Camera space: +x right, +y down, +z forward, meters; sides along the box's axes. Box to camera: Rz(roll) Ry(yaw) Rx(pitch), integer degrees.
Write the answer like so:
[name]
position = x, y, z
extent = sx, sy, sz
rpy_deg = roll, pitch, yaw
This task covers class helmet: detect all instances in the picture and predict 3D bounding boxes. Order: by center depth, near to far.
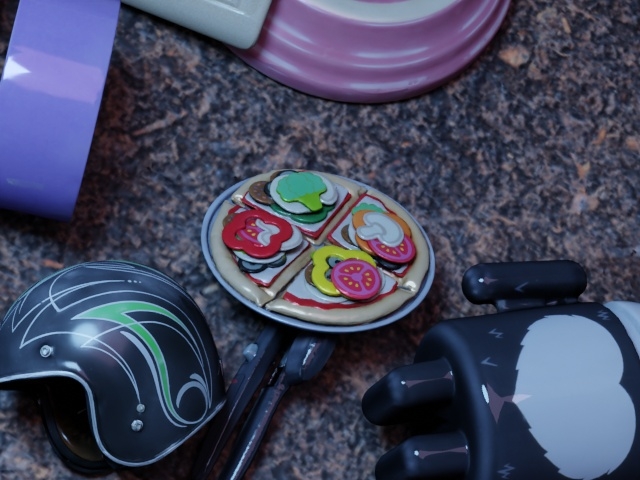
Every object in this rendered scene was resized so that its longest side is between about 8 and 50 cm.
[helmet]
position = -0.169, 0.094, 1.436
extent = 0.169, 0.169, 0.161
rpy_deg = -36, 96, -25

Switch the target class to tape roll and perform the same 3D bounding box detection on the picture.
[tape roll]
position = -0.222, -0.114, 1.494
extent = 0.080, 0.189, 0.189
rpy_deg = 13, 65, -9

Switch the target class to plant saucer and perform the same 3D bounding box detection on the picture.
[plant saucer]
position = 0.030, -0.291, 1.695
extent = 0.332, 0.084, 0.332
rpy_deg = 6, 66, -13

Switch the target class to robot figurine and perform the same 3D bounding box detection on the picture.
[robot figurine]
position = 0.180, 0.139, 1.501
extent = 0.278, 0.173, 0.209
rpy_deg = -6, 113, -17

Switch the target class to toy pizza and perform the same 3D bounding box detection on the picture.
[toy pizza]
position = 0.000, 0.000, 1.548
extent = 0.201, 0.032, 0.201
rpy_deg = 7, 41, -6

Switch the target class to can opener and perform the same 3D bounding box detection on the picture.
[can opener]
position = -0.052, 0.126, 1.513
extent = 0.059, 0.073, 0.186
rpy_deg = 37, 72, -7

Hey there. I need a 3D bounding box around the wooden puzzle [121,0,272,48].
[wooden puzzle]
position = -0.120, -0.311, 1.591
extent = 0.221, 0.044, 0.239
rpy_deg = 22, 102, 9
